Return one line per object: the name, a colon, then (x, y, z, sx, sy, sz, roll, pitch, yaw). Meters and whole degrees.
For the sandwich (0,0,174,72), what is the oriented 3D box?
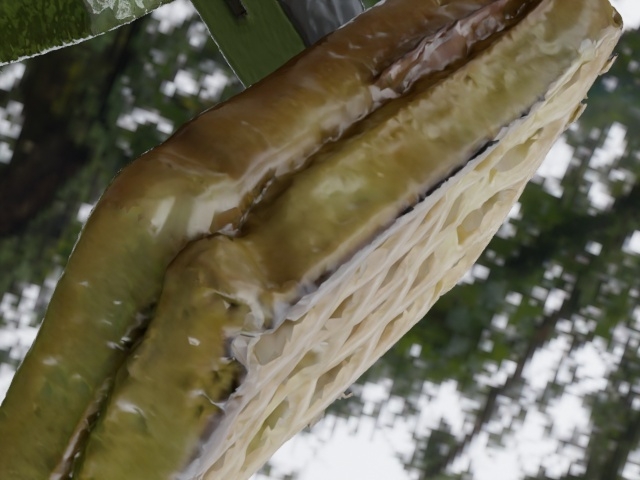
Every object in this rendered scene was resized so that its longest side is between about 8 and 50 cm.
sandwich: (-0.124, -0.125, 0.875, 0.245, 0.063, 0.212, -23, -170, -1)

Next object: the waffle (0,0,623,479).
waffle: (0.000, 0.000, 0.838, 0.328, 0.098, 0.224, -40, 166, -45)

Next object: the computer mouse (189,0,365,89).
computer mouse: (-0.034, -0.195, 1.411, 0.086, 0.269, 0.137, -36, -175, -29)
